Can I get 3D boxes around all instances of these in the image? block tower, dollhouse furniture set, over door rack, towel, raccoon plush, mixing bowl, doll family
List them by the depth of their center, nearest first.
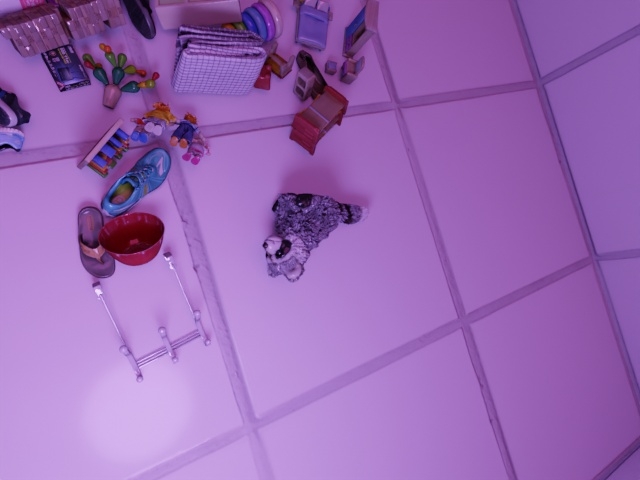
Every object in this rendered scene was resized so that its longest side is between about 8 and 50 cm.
[{"bbox_3d":[-0.497,0.225,1.225,0.239,0.108,0.324,-25,96,-27],"label":"over door rack"},{"bbox_3d":[-0.551,0.010,1.226,0.181,0.098,0.181,3,44,-3],"label":"mixing bowl"},{"bbox_3d":[-0.772,-0.655,1.232,0.335,0.097,0.091,-35,59,-26],"label":"block tower"},{"bbox_3d":[-0.464,-0.364,1.317,0.263,0.118,0.163,22,36,-21],"label":"doll family"},{"bbox_3d":[-0.345,-0.591,1.362,0.284,0.235,0.121,-9,82,-27],"label":"towel"},{"bbox_3d":[0.000,0.000,1.458,0.446,0.216,0.299,5,88,-25],"label":"raccoon plush"},{"bbox_3d":[-0.101,-0.530,1.538,0.374,0.152,0.201,40,67,4],"label":"dollhouse furniture set"},{"bbox_3d":[0.040,-0.824,1.598,0.303,0.198,0.286,10,78,-23],"label":"dollhouse furniture set"}]

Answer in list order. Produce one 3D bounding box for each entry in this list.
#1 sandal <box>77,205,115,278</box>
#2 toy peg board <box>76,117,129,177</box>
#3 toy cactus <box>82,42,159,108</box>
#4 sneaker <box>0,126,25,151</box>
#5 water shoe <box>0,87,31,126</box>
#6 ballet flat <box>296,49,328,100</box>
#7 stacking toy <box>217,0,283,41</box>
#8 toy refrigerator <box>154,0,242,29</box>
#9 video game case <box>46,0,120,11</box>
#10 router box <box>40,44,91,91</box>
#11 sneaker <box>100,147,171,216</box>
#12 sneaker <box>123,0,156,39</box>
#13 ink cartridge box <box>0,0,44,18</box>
[{"bbox_3d":[-0.665,0.005,1.211,0.090,0.060,0.219,-7,90,-25],"label":"sandal"},{"bbox_3d":[-0.630,-0.266,1.226,0.079,0.161,0.161,41,67,-31],"label":"toy peg board"},{"bbox_3d":[-0.638,-0.506,1.294,0.219,0.112,0.180,17,85,-31],"label":"toy cactus"},{"bbox_3d":[-0.920,-0.278,1.138,0.162,0.063,0.073,-1,86,-25],"label":"sneaker"},{"bbox_3d":[-0.916,-0.403,1.166,0.203,0.073,0.080,51,28,1],"label":"water shoe"},{"bbox_3d":[-0.017,-0.636,1.619,0.084,0.058,0.250,-30,95,-25],"label":"ballet flat"},{"bbox_3d":[-0.298,-0.737,1.473,0.330,0.141,0.141,-38,99,-19],"label":"stacking toy"},{"bbox_3d":[-0.409,-0.796,1.379,0.270,0.094,0.102,-8,69,-4],"label":"toy refrigerator"},{"bbox_3d":[-0.788,-0.848,1.299,0.210,0.042,0.232,-25,93,-26],"label":"video game case"},{"bbox_3d":[-0.778,-0.527,1.256,0.092,0.038,0.122,-29,95,-26],"label":"router box"},{"bbox_3d":[-0.559,-0.181,1.265,0.107,0.110,0.275,40,67,-14],"label":"sneaker"},{"bbox_3d":[-0.585,-0.794,1.359,0.130,0.087,0.227,-44,116,-44],"label":"sneaker"},{"bbox_3d":[-0.974,-0.722,1.150,0.283,0.117,0.207,-32,96,-26],"label":"ink cartridge box"}]
